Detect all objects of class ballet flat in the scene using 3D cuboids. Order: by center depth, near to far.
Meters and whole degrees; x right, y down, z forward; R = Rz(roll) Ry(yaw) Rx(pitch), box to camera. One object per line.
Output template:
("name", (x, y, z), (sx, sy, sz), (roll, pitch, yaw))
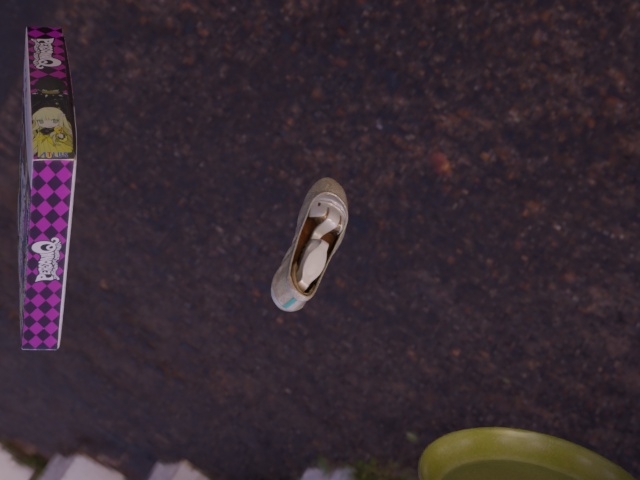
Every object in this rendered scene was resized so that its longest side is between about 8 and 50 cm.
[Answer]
("ballet flat", (0.000, 0.000, 1.064), (0.057, 0.168, 0.052), (31, 149, -18))

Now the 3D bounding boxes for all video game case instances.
("video game case", (-0.264, -0.049, 0.983), (0.041, 0.210, 0.232), (1, 132, -18))

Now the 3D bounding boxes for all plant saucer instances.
("plant saucer", (0.214, 0.263, 1.042), (0.240, 0.241, 0.037), (19, 112, 30))
